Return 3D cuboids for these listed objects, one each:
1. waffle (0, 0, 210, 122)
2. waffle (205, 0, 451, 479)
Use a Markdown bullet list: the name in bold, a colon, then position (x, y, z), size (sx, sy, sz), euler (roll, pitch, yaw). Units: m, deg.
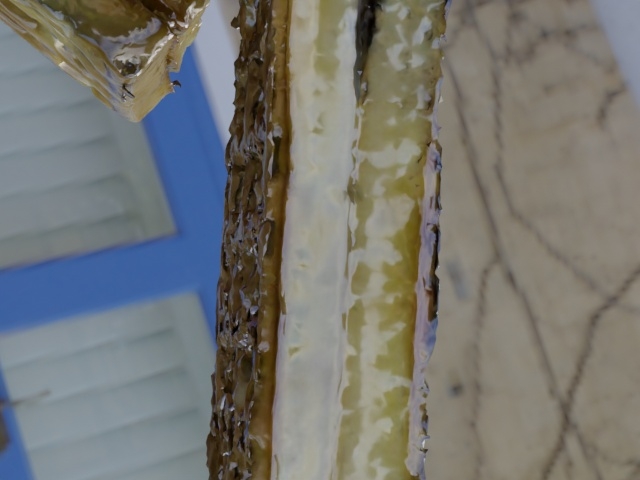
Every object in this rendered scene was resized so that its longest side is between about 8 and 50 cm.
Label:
- **waffle**: position (-0.207, -0.211, 1.095), size (0.098, 0.327, 0.224), euler (-51, -179, -5)
- **waffle**: position (-0.001, 0.000, 0.890), size (0.091, 0.308, 0.213), euler (3, 178, -7)
